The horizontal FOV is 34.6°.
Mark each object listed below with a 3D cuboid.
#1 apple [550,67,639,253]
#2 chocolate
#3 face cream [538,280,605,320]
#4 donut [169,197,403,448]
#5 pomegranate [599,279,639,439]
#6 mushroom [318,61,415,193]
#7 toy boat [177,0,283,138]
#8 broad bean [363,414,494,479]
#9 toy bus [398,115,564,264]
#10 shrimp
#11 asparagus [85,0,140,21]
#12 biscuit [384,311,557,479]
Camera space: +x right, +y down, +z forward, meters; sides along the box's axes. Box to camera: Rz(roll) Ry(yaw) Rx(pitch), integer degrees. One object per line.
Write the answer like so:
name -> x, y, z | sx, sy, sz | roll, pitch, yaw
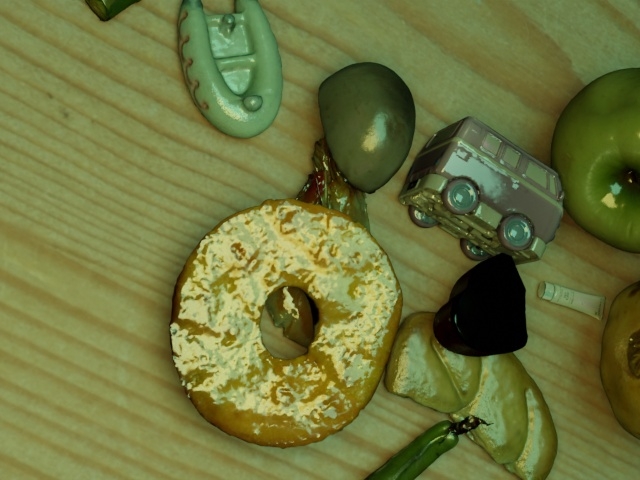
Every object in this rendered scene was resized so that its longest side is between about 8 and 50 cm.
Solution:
apple -> 0.461, -0.123, 1.459 | 0.279, 0.279, 0.279 | 3, 81, -20
chocolate -> 0.217, 0.098, 1.388 | 0.125, 0.080, 0.149 | 43, 58, -18
face cream -> 0.374, 0.087, 1.521 | 0.115, 0.020, 0.038 | 18, 75, -20
donut -> -0.046, 0.101, 1.286 | 0.302, 0.110, 0.303 | 0, 89, -8
pomegranate -> 0.559, 0.163, 1.425 | 0.332, 0.332, 0.333 | 3, 81, -20
mushroom -> 0.071, -0.159, 1.363 | 0.141, 0.117, 0.188 | 19, 54, -36
toy boat -> -0.114, -0.238, 1.358 | 0.134, 0.079, 0.208 | -8, 83, -24
broad bean -> 0.083, 0.323, 1.331 | 0.318, 0.098, 0.056 | -39, 88, -9
toy bus -> 0.229, -0.063, 1.424 | 0.202, 0.142, 0.142 | 32, 73, -13
shrimp -> 0.000, 0.000, 1.373 | 0.153, 0.062, 0.295 | 3, 82, -14
asparagus -> -0.227, -0.349, 1.350 | 0.178, 0.041, 0.045 | -42, 106, -22
biscuit -> 0.223, 0.209, 1.432 | 0.299, 0.045, 0.154 | 36, 70, -13
